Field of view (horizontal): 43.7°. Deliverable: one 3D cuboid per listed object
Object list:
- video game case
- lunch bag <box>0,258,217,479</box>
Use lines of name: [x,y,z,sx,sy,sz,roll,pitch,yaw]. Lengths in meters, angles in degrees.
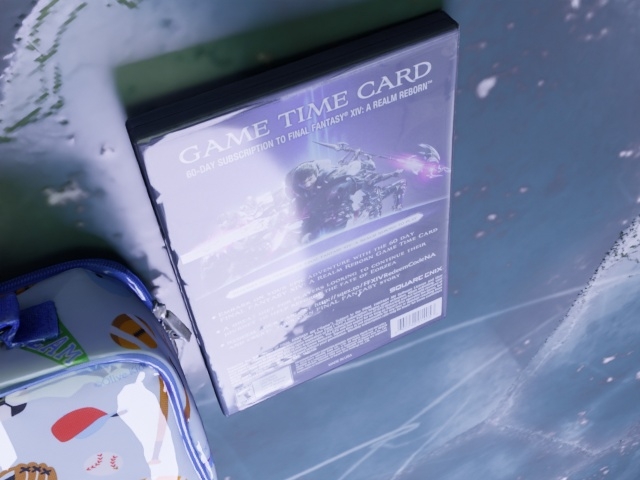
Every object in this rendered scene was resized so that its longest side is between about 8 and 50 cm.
video game case: [0.000,0.000,0.533,0.196,0.026,0.274,-22,138,-14]
lunch bag: [-0.214,0.138,0.492,0.304,0.115,0.243,-20,133,-12]
